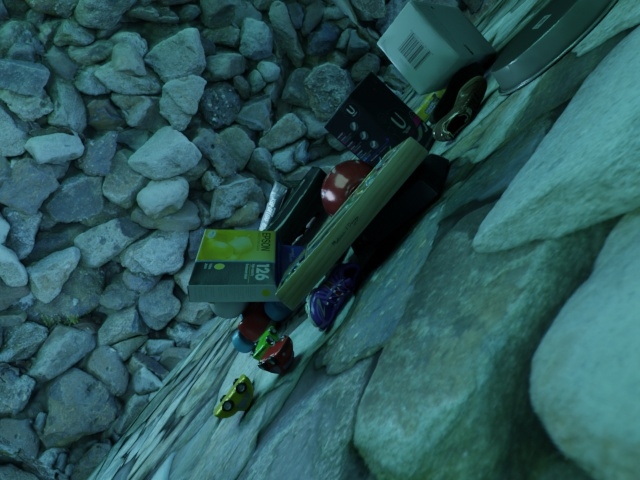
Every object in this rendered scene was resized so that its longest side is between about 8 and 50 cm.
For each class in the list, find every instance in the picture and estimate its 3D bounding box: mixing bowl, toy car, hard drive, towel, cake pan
[{"bbox_3d":[0.099,-0.119,1.127,0.181,0.181,0.098,-49,21,5],"label":"mixing bowl"},{"bbox_3d":[-0.233,0.166,1.231,0.219,0.238,0.210,-45,22,30],"label":"toy car"},{"bbox_3d":[-0.121,0.263,0.927,0.239,0.053,0.225,-47,8,15],"label":"toy car"},{"bbox_3d":[0.167,-0.080,0.943,0.255,0.054,0.172,-42,11,42],"label":"hard drive"},{"bbox_3d":[-0.029,-0.003,1.448,0.317,0.053,0.332,-54,17,-3],"label":"towel"},{"bbox_3d":[0.484,-0.441,0.900,0.293,0.054,0.293,-48,8,9],"label":"cake pan"}]

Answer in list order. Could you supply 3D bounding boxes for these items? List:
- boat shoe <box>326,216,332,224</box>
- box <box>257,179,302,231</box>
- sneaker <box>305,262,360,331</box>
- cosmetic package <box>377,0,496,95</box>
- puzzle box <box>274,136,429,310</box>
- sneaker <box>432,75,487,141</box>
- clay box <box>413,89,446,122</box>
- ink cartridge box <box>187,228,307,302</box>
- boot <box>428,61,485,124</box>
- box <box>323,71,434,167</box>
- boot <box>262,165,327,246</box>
[{"bbox_3d":[0.042,-0.007,1.196,0.233,0.084,0.079,-53,-11,-46],"label":"boat shoe"},{"bbox_3d":[-0.125,-0.148,1.898,0.307,0.077,0.242,-13,-48,-58],"label":"box"},{"bbox_3d":[0.028,0.101,0.837,0.071,0.068,0.170,-23,28,45],"label":"sneaker"},{"bbox_3d":[0.370,-0.594,1.309,0.385,0.217,0.156,-35,-6,-46],"label":"cosmetic package"},{"bbox_3d":[0.058,-0.043,0.944,0.409,0.052,0.272,-49,3,4],"label":"puzzle box"},{"bbox_3d":[0.358,-0.318,1.042,0.188,0.066,0.071,-54,24,5],"label":"sneaker"},{"bbox_3d":[0.414,-0.515,1.623,0.222,0.053,0.127,-49,8,-4],"label":"clay box"},{"bbox_3d":[-0.196,0.064,1.211,0.303,0.307,0.072,-101,11,-61],"label":"ink cartridge box"},{"bbox_3d":[0.405,-0.447,1.304,0.198,0.077,0.137,-47,3,10],"label":"boot"},{"bbox_3d":[0.175,-0.318,1.223,0.143,0.270,0.165,-40,13,51],"label":"box"},{"bbox_3d":[-0.140,-0.076,1.528,0.445,0.146,0.367,-56,27,5],"label":"boot"}]
